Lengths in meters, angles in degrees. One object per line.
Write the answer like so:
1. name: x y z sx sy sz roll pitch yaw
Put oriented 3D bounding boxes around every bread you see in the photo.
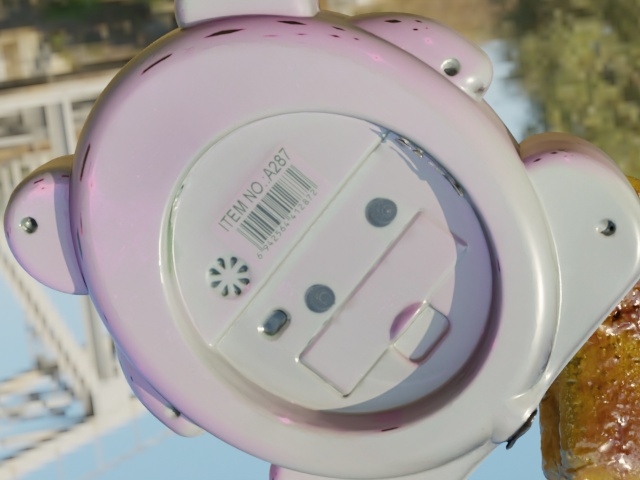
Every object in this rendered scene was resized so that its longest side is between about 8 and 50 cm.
1. bread: 0.250 0.079 1.611 0.139 0.271 0.077 8 168 -35

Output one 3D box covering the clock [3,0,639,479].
1. clock: 0.000 0.000 0.867 0.227 0.248 0.090 -51 -176 12
